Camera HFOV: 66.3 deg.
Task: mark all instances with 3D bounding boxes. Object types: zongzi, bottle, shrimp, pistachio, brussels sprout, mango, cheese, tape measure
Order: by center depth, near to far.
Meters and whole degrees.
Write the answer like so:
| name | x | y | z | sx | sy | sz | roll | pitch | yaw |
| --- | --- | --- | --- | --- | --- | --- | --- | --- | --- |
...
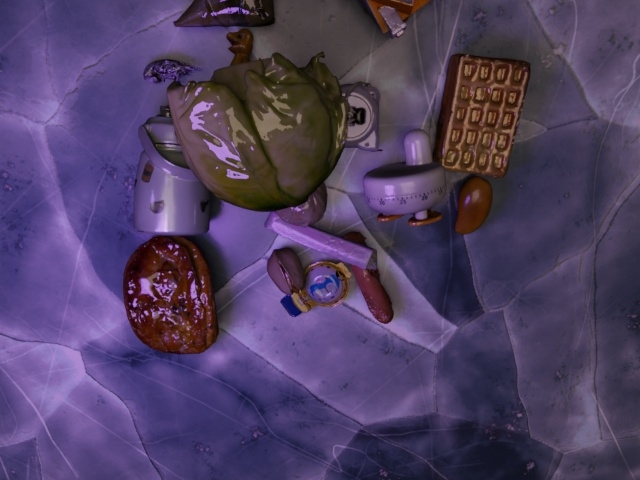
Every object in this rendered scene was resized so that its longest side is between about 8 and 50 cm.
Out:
| name | x | y | z | sx | sy | sz | roll | pitch | yaw |
| --- | --- | --- | --- | --- | --- | --- | --- | --- | --- |
| brussels sprout | -0.135 | -0.249 | 1.209 | 0.425 | 0.342 | 0.361 | -13 | 104 | -8 |
| zongzi | -0.261 | -0.686 | 1.271 | 0.274 | 0.125 | 0.250 | 0 | 106 | 5 |
| shrimp | -0.412 | -0.470 | 1.359 | 0.165 | 0.056 | 0.065 | 2 | 90 | 9 |
| bottle | -0.401 | -0.195 | 1.360 | 0.229 | 0.229 | 0.351 | 5 | 97 | -2 |
| tape measure | 0.082 | -0.341 | 1.376 | 0.178 | 0.105 | 0.196 | -5 | 106 | 1 |
| mango | 0.455 | -0.100 | 1.458 | 0.102 | 0.085 | 0.184 | 7 | 110 | -2 |
| pistachio | -0.102 | 0.094 | 1.487 | 0.113 | 0.113 | 0.149 | -34 | 75 | 8 |
| cheese | -0.013 | 0.158 | 1.530 | 0.250 | 0.064 | 0.156 | -36 | 96 | 20 |

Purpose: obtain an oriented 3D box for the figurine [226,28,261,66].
| name | x | y | z | sx | sy | sz | roll | pitch | yaw |
| --- | --- | --- | --- | --- | --- | --- | --- | --- | --- |
| figurine | -0.199 | -0.489 | 1.348 | 0.122 | 0.121 | 0.176 | -2 | 97 | -29 |

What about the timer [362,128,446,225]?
| name | x | y | z | sx | sy | sz | roll | pitch | yaw |
| --- | --- | --- | --- | --- | --- | --- | --- | --- | --- |
| timer | 0.232 | -0.176 | 1.358 | 0.234 | 0.233 | 0.240 | -9 | 108 | 2 |

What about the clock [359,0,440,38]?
| name | x | y | z | sx | sy | sz | roll | pitch | yaw |
| --- | --- | --- | --- | --- | --- | --- | --- | --- | --- |
| clock | 0.167 | -0.688 | 1.254 | 0.235 | 0.166 | 0.309 | -33 | 96 | 8 |

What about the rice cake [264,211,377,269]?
| name | x | y | z | sx | sy | sz | roll | pitch | yaw |
| --- | --- | --- | --- | --- | --- | --- | --- | --- | --- |
| rice cake | 0.000 | 0.000 | 1.446 | 0.365 | 0.056 | 0.072 | 22 | 99 | 11 |

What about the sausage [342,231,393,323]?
| name | x | y | z | sx | sy | sz | roll | pitch | yaw |
| --- | --- | --- | --- | --- | --- | --- | --- | --- | --- |
| sausage | 0.152 | 0.124 | 1.512 | 0.079 | 0.087 | 0.326 | -19 | 104 | 17 |

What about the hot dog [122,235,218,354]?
| name | x | y | z | sx | sy | sz | roll | pitch | yaw |
| --- | --- | --- | --- | --- | --- | --- | --- | --- | --- |
| hot dog | -0.438 | 0.175 | 1.472 | 0.267 | 0.174 | 0.387 | -5 | 106 | 3 |

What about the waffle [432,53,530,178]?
| name | x | y | z | sx | sy | sz | roll | pitch | yaw |
| --- | --- | --- | --- | --- | --- | --- | --- | --- | --- |
| waffle | 0.447 | -0.348 | 1.386 | 0.224 | 0.098 | 0.327 | 7 | 107 | -1 |

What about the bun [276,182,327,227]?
| name | x | y | z | sx | sy | sz | roll | pitch | yaw |
| --- | --- | --- | --- | --- | --- | --- | --- | --- | --- |
| bun | -0.058 | -0.130 | 1.399 | 0.173 | 0.113 | 0.166 | 34 | 76 | 10 |
